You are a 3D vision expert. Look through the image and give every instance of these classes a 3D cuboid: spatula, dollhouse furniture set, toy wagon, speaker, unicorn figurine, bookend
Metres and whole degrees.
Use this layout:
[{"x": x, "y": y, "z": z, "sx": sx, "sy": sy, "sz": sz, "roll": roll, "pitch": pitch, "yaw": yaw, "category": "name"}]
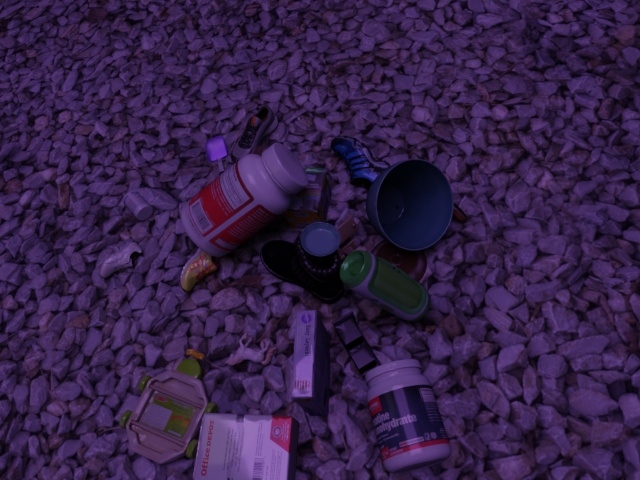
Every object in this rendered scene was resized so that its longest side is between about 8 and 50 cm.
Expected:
[{"x": -0.384, "y": -0.279, "z": 2.202, "sx": 0.084, "sy": 0.030, "sz": 0.296, "roll": -20, "pitch": 61, "yaw": 1, "category": "spatula"}, {"x": 0.126, "y": 0.024, "z": 1.885, "sx": 0.123, "sy": 0.144, "sz": 0.151, "roll": -41, "pitch": 27, "yaw": -12, "category": "dollhouse furniture set"}, {"x": -0.454, "y": 0.512, "z": 1.780, "sx": 0.267, "sy": 0.068, "sz": 0.344, "roll": 16, "pitch": 66, "yaw": 18, "category": "toy wagon"}, {"x": 0.200, "y": 0.140, "z": 1.723, "sx": 0.131, "sy": 0.296, "sz": 0.131, "roll": -36, "pitch": 37, "yaw": 33, "category": "speaker"}, {"x": -0.233, "y": 0.359, "z": 1.822, "sx": 0.162, "sy": 0.060, "sz": 0.111, "roll": 9, "pitch": 64, "yaw": 15, "category": "unicorn figurine"}, {"x": 0.114, "y": 0.318, "z": 1.724, "sx": 0.072, "sy": 0.157, "sz": 0.156, "roll": -30, "pitch": 61, "yaw": -5, "category": "bookend"}]

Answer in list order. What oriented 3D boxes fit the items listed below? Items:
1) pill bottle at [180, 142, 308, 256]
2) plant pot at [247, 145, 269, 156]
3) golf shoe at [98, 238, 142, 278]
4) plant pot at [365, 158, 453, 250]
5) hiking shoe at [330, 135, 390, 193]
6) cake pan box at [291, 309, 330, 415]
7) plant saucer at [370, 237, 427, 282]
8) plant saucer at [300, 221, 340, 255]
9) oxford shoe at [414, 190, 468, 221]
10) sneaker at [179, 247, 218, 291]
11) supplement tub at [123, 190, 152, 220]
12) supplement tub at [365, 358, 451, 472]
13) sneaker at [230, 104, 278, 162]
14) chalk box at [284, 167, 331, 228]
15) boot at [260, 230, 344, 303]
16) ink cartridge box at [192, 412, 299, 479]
[{"x": -0.250, "y": -0.139, "z": 1.894, "sx": 0.408, "sy": 0.229, "sz": 0.229, "roll": -34, "pitch": 59, "yaw": 20, "category": "pill bottle"}, {"x": -0.224, "y": -0.247, "z": 2.090, "sx": 0.167, "sy": 0.167, "sz": 0.165, "roll": 7, "pitch": 57, "yaw": 14, "category": "plant pot"}, {"x": -0.724, "y": 0.078, "z": 2.060, "sx": 0.086, "sy": 0.069, "sz": 0.176, "roll": 35, "pitch": 74, "yaw": 18, "category": "golf shoe"}, {"x": 0.264, "y": -0.119, "z": 1.883, "sx": 0.290, "sy": 0.290, "sz": 0.195, "roll": -46, "pitch": 20, "yaw": -14, "category": "plant pot"}, {"x": 0.134, "y": -0.271, "z": 2.054, "sx": 0.304, "sy": 0.113, "sz": 0.132, "roll": 39, "pitch": 74, "yaw": 25, "category": "hiking shoe"}, {"x": -0.022, "y": 0.361, "z": 1.677, "sx": 0.070, "sy": 0.246, "sz": 0.267, "roll": -2, "pitch": 63, "yaw": 9, "category": "cake pan box"}, {"x": 0.255, "y": 0.069, "z": 1.898, "sx": 0.199, "sy": 0.036, "sz": 0.198, "roll": -4, "pitch": 61, "yaw": 8, "category": "plant saucer"}, {"x": 0.000, "y": 0.000, "z": 1.703, "sx": 0.119, "sy": 0.021, "sz": 0.119, "roll": 0, "pitch": 58, "yaw": 0, "category": "plant saucer"}, {"x": 0.414, "y": -0.120, "z": 1.961, "sx": 0.212, "sy": 0.076, "sz": 0.076, "roll": 39, "pitch": 105, "yaw": 23, "category": "oxford shoe"}, {"x": -0.410, "y": 0.093, "z": 1.984, "sx": 0.094, "sy": 0.081, "sz": 0.208, "roll": 23, "pitch": 68, "yaw": 18, "category": "sneaker"}, {"x": -0.696, "y": -0.133, "z": 2.161, "sx": 0.071, "sy": 0.071, "sz": 0.107, "roll": -41, "pitch": 63, "yaw": -11, "category": "supplement tub"}, {"x": 0.238, "y": 0.491, "z": 1.590, "sx": 0.191, "sy": 0.191, "sz": 0.272, "roll": -16, "pitch": 61, "yaw": 2, "category": "supplement tub"}, {"x": -0.269, "y": -0.414, "z": 2.210, "sx": 0.100, "sy": 0.108, "sz": 0.271, "roll": 24, "pitch": 71, "yaw": 19, "category": "sneaker"}, {"x": -0.042, "y": -0.163, "z": 2.022, "sx": 0.132, "sy": 0.132, "sz": 0.213, "roll": 4, "pitch": 63, "yaw": 14, "category": "chalk box"}, {"x": -0.069, "y": 0.052, "z": 1.838, "sx": 0.348, "sy": 0.260, "sz": 0.131, "roll": 27, "pitch": 70, "yaw": 21, "category": "boot"}, {"x": -0.211, "y": 0.614, "z": 1.653, "sx": 0.273, "sy": 0.114, "sz": 0.197, "roll": 0, "pitch": 63, "yaw": 9, "category": "ink cartridge box"}]
